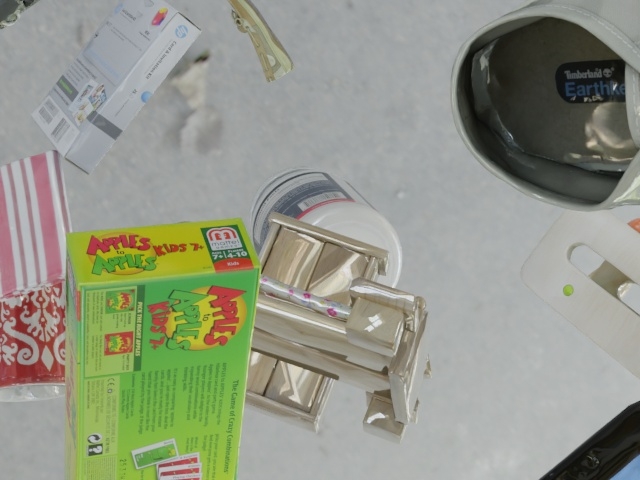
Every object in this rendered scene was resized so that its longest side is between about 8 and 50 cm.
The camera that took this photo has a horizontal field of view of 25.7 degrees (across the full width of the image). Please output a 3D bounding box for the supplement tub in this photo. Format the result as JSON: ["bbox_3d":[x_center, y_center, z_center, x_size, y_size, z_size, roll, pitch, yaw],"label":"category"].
[{"bbox_3d":[0.000,0.000,2.167,0.191,0.272,0.191,-5,109,-14],"label":"supplement tub"}]

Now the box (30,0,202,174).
[{"bbox_3d":[-0.215,-0.172,1.450,0.038,0.145,0.186,35,94,-33],"label":"box"}]

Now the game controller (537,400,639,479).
[{"bbox_3d":[0.221,0.248,1.075,0.319,0.166,0.067,-29,162,-39],"label":"game controller"}]

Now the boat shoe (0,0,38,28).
[{"bbox_3d":[-0.401,-0.303,1.744,0.233,0.084,0.079,-9,111,-7],"label":"boat shoe"}]

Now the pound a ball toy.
[{"bbox_3d":[0.353,0.074,1.405,0.135,0.319,0.208,-52,137,7],"label":"pound a ball toy"}]

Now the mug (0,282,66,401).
[{"bbox_3d":[-0.371,0.105,1.700,0.150,0.169,0.113,-15,163,30],"label":"mug"}]

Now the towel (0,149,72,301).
[{"bbox_3d":[-0.341,0.000,1.441,0.197,0.144,0.029,-18,158,15],"label":"towel"}]

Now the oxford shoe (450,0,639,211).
[{"bbox_3d":[0.257,-0.092,0.769,0.130,0.449,0.169,-24,106,-48],"label":"oxford shoe"}]

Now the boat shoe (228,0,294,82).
[{"bbox_3d":[-0.095,-0.292,1.986,0.048,0.056,0.153,-33,123,7],"label":"boat shoe"}]

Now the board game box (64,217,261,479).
[{"bbox_3d":[-0.088,0.075,0.750,0.092,0.043,0.181,-6,130,-18],"label":"board game box"}]

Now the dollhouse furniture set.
[{"bbox_3d":[-0.045,0.011,1.115,0.355,0.303,0.173,81,29,-68],"label":"dollhouse furniture set"}]
